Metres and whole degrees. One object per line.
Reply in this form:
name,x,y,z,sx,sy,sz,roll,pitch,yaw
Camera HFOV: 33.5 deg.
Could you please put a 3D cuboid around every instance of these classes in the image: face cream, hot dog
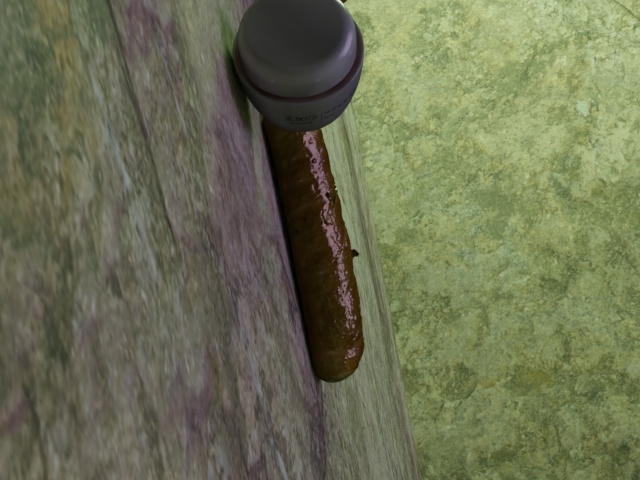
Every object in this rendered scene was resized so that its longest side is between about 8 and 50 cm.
face cream,-0.019,-0.162,0.954,0.104,0.117,0.117,86,-5,-65
hot dog,-0.004,0.001,1.070,0.088,0.061,0.285,-29,107,-72

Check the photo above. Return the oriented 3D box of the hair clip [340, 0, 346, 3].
hair clip,-0.014,-0.258,1.254,0.102,0.123,0.138,-47,126,-47
